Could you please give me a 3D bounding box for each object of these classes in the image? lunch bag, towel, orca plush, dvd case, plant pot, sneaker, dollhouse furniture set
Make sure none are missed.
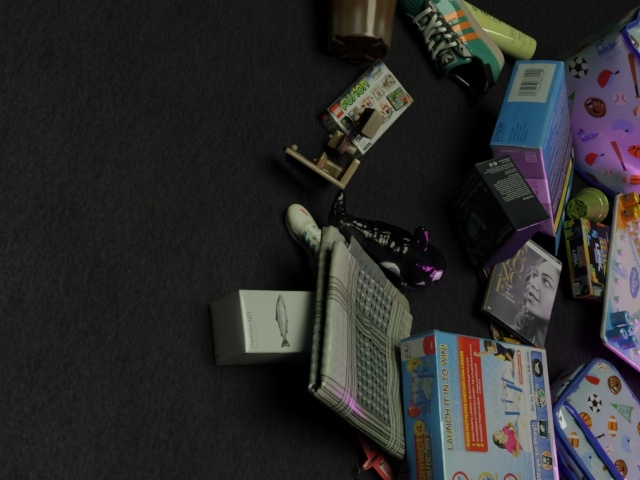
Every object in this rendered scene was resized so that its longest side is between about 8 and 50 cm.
[{"bbox_3d":[0.558,0.408,1.985,0.243,0.115,0.303,-39,96,-37],"label":"lunch bag"},{"bbox_3d":[0.083,0.170,1.666,0.312,0.056,0.324,44,39,-44],"label":"towel"},{"bbox_3d":[0.146,-0.012,1.821,0.287,0.102,0.151,38,29,-23],"label":"orca plush"},{"bbox_3d":[0.412,0.092,2.022,0.164,0.018,0.221,35,54,-19],"label":"dvd case"},{"bbox_3d":[0.076,-0.446,1.944,0.167,0.167,0.165,14,72,-32],"label":"plant pot"},{"bbox_3d":[0.582,-0.072,2.199,0.079,0.083,0.083,-11,79,-52],"label":"plant pot"},{"bbox_3d":[0.702,-0.290,2.230,0.385,0.328,0.239,52,52,-6],"label":"lunch bag"},{"bbox_3d":[0.271,-0.426,2.104,0.302,0.108,0.121,39,49,-20],"label":"sneaker"},{"bbox_3d":[0.000,0.000,1.755,0.057,0.075,0.161,-26,89,-40],"label":"sneaker"},{"bbox_3d":[0.021,-0.195,1.798,0.123,0.144,0.151,32,94,-10],"label":"dollhouse furniture set"}]

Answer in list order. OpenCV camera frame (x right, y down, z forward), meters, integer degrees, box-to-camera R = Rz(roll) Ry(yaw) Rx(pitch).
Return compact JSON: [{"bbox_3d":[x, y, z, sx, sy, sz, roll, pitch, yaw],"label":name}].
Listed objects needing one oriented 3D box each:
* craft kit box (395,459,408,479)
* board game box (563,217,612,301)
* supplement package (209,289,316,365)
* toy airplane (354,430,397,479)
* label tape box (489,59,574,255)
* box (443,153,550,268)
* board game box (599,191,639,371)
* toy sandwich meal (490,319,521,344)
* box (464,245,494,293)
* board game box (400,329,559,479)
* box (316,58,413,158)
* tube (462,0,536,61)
[{"bbox_3d":[0.259,0.404,1.788,0.246,0.061,0.250,42,52,-26],"label":"craft kit box"},{"bbox_3d":[0.594,0.045,2.171,0.141,0.048,0.170,9,72,-45],"label":"board game box"},{"bbox_3d":[-0.077,0.143,1.622,0.179,0.105,0.105,3,72,-35],"label":"supplement package"},{"bbox_3d":[0.104,0.354,1.722,0.151,0.028,0.151,13,69,-37],"label":"toy airplane"},{"bbox_3d":[0.459,-0.171,2.114,0.348,0.115,0.249,68,35,-48],"label":"label tape box"},{"bbox_3d":[0.342,-0.056,1.948,0.093,0.156,0.158,-18,67,-29],"label":"box"},{"bbox_3d":[0.781,0.139,2.239,0.390,0.050,0.390,34,54,-28],"label":"board game box"},{"bbox_3d":[0.377,0.177,1.993,0.085,0.029,0.086,14,64,-32],"label":"toy sandwich meal"},{"bbox_3d":[0.377,0.041,2.048,0.162,0.029,0.116,-22,86,-41],"label":"box"},{"bbox_3d":[0.283,0.329,1.738,0.302,0.086,0.308,13,67,-38],"label":"board game box"},{"bbox_3d":[0.091,-0.259,1.951,0.114,0.036,0.207,50,51,-10],"label":"box"},{"bbox_3d":[0.376,-0.472,2.235,0.240,0.062,0.070,21,20,-23],"label":"tube"}]
